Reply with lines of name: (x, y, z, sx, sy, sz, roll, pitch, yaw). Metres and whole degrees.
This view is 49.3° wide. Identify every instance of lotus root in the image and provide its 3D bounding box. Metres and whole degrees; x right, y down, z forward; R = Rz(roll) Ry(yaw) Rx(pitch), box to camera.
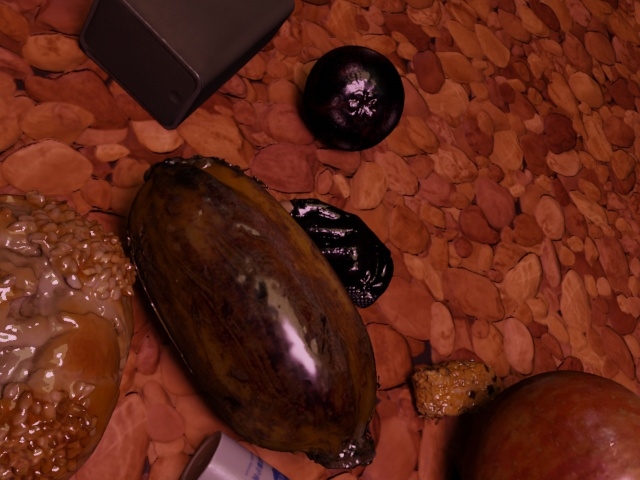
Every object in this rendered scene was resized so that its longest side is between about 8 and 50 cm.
lotus root: (-0.065, 0.076, 0.769, 0.196, 0.179, 0.397, -25, 82, -47)

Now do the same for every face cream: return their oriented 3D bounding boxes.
face cream: (-0.031, 0.306, 0.750, 0.250, 0.077, 0.077, 40, 54, -13)

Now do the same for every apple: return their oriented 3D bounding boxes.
apple: (0.309, 0.318, 0.845, 0.250, 0.277, 0.309, -17, 56, -8)

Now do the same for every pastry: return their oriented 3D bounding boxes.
pastry: (0.188, 0.200, 0.948, 0.140, 0.056, 0.080, -7, 84, -36)
pastry: (-0.295, 0.087, 0.639, 0.255, 0.162, 0.311, 20, 61, -25)

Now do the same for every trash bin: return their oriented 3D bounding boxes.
trash bin: (-0.162, -0.285, 0.918, 0.164, 0.122, 0.240, 45, 51, -7)

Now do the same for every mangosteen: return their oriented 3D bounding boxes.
mangosteen: (0.046, -0.204, 1.006, 0.152, 0.152, 0.152, 13, 62, -26)

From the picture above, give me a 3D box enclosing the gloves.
gloves: (0.001, 0.001, 0.893, 0.180, 0.106, 0.129, 33, 57, -20)
